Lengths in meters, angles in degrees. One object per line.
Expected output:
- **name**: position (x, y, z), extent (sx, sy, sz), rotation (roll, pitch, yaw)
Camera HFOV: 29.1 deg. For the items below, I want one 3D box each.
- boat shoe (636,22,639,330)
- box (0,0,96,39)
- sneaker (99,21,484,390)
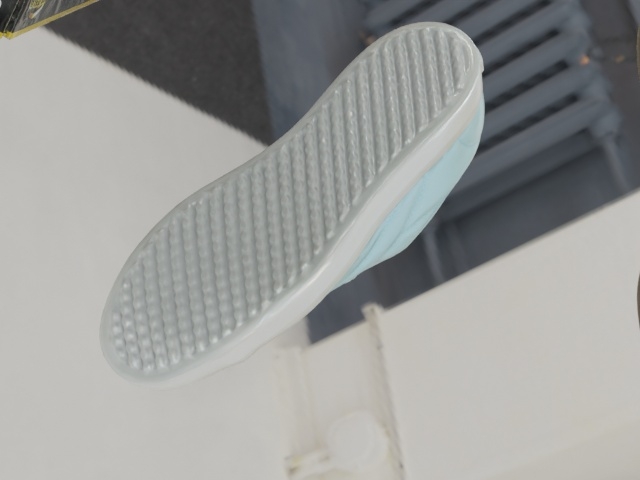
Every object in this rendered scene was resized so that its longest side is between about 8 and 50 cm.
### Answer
- **boat shoe**: position (0.277, -0.021, 0.798), extent (0.104, 0.111, 0.307), rotation (-24, 117, -42)
- **box**: position (-0.316, -0.279, 1.034), extent (0.257, 0.079, 0.322), rotation (26, 16, -5)
- **sneaker**: position (0.000, 0.000, 0.953), extent (0.135, 0.366, 0.150), rotation (44, -11, 33)
